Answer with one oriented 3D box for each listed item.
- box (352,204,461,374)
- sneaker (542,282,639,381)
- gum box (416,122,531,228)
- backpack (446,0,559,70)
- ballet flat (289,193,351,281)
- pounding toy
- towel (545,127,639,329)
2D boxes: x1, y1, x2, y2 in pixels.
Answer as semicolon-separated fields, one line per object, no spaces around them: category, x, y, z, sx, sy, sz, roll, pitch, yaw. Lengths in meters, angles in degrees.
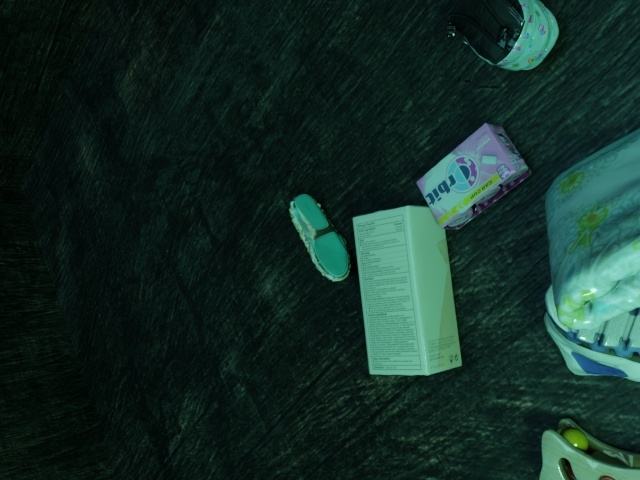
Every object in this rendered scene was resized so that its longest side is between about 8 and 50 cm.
box;0.165;0.095;1.198;0.148;0.121;0.311;-9;84;44
sneaker;0.464;0.154;0.905;0.315;0.182;0.127;27;76;13
gum box;0.278;-0.116;1.127;0.188;0.062;0.107;-42;62;37
backpack;0.311;-0.371;1.050;0.152;0.115;0.182;114;145;-42
ballet flat;0.000;0.000;1.405;0.077;0.091;0.241;103;147;-57
pounding toy;0.441;0.371;0.906;0.269;0.155;0.154;32;115;38
towel;0.453;-0.073;0.773;0.374;0.320;0.090;-36;101;31
